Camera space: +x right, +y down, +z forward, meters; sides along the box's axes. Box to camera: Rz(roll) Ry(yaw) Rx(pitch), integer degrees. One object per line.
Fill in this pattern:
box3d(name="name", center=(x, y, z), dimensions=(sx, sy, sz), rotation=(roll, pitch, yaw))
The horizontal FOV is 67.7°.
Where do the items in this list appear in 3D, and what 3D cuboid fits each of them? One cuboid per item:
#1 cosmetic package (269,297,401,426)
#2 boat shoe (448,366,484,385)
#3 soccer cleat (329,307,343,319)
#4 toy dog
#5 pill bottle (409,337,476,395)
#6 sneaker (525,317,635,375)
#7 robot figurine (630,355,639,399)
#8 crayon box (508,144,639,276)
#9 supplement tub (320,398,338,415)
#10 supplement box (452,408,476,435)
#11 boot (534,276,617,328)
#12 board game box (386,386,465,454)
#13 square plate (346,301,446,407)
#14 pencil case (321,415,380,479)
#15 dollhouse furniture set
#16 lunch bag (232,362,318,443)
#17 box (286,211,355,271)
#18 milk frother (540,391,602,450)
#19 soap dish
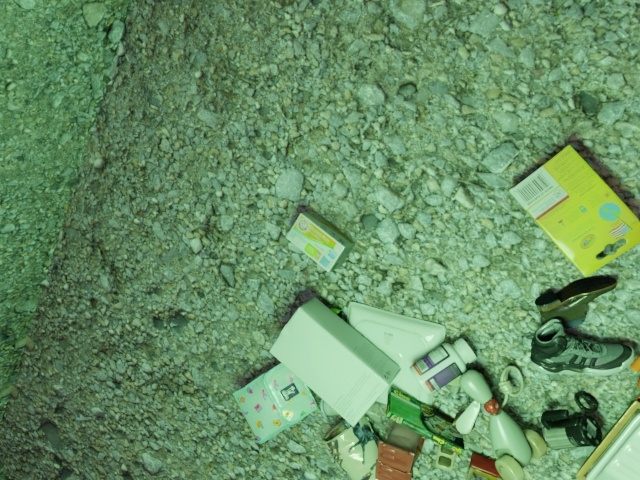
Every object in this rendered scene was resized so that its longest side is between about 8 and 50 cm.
box3d(name="cosmetic package", center=(0.044, 0.401, 1.614), dimensions=(0.385, 0.156, 0.217), rotation=(41, 111, 14))
box3d(name="boat shoe", center=(0.461, 0.439, 1.545), dimensions=(0.133, 0.042, 0.048), rotation=(-16, 110, 26))
box3d(name="soccer cleat", center=(0.057, 0.331, 1.706), dimensions=(0.072, 0.060, 0.178), rotation=(-3, 93, 48))
box3d(name="toy dog", center=(0.529, 0.560, 1.456), dimensions=(0.161, 0.220, 0.333), rotation=(126, 135, -62))
box3d(name="pill bottle", center=(0.390, 0.394, 1.512), dimensions=(0.194, 0.108, 0.108), rotation=(-34, 81, 2))
box3d(name="sneaker", center=(0.721, 0.297, 1.340), dimensions=(0.269, 0.101, 0.153), rotation=(-12, 121, 29))
box3d(name="robot figurine", center=(0.934, 0.358, 1.263), dimensions=(0.158, 0.128, 0.219), rotation=(17, 106, -15))
box3d(name="crayon box", center=(0.715, -0.082, 1.336), dimensions=(0.202, 0.081, 0.318), rotation=(-41, 78, 24))
box3d(name="supplement tub", center=(0.060, 0.599, 1.737), dimensions=(0.107, 0.071, 0.070), rotation=(-14, 90, 27))
box3d(name="supplement box", center=(0.465, 0.581, 1.535), dimensions=(0.055, 0.083, 0.043), rotation=(-37, 81, 25))
box3d(name="boot", center=(0.745, 0.181, 1.373), dimensions=(0.219, 0.082, 0.106), rotation=(-23, 108, 22))
box3d(name="board game box", center=(0.334, 0.574, 1.529), dimensions=(0.260, 0.136, 0.030), rotation=(27, 112, 2))
box3d(name="square plate", center=(0.229, 0.416, 1.647), dimensions=(0.348, 0.049, 0.343), rotation=(12, 102, 23))
box3d(name="pencil case", center=(0.198, 0.794, 1.646), dimensions=(0.184, 0.160, 0.410), rotation=(-40, 78, -2))
box3d(name="dollhouse furniture set", center=(0.379, 0.695, 1.503), dimensions=(0.374, 0.201, 0.152), rotation=(12, 110, 20))
box3d(name="lunch bag", center=(-0.160, 0.595, 1.797), dimensions=(0.262, 0.160, 0.223), rotation=(-34, 78, 14))
box3d(name="box", center=(0.000, 0.000, 1.673), dimensions=(0.203, 0.103, 0.114), rotation=(38, 111, 17))
box3d(name="milk frother", center=(0.738, 0.529, 1.400), dimensions=(0.129, 0.143, 0.135), rotation=(61, 144, 10))
box3d(name="soap dish", center=(0.892, 0.607, 1.315), dimensions=(0.229, 0.118, 0.290), rotation=(31, 109, 18))
